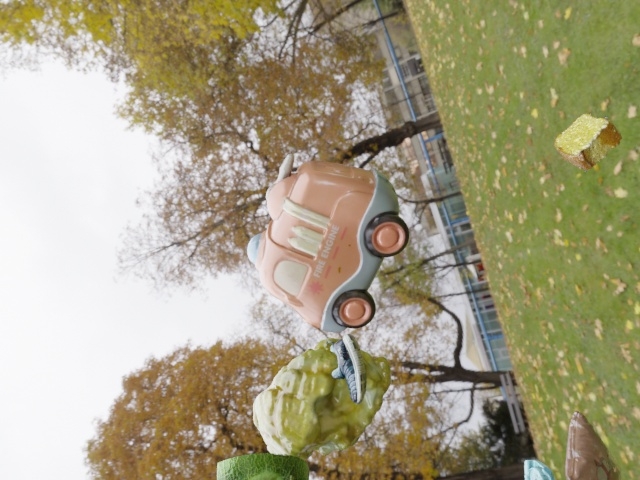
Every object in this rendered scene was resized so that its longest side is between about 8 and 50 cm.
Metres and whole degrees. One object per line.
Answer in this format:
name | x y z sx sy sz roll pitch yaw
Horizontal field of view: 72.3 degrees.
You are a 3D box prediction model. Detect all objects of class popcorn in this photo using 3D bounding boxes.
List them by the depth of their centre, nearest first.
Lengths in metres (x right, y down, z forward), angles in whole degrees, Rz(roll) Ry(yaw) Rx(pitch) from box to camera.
popcorn | -0.008 0.393 1.117 0.334 0.292 0.293 -5 -83 -30

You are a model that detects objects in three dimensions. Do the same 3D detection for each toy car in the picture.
toy car | 0.000 0.000 0.702 0.180 0.213 0.270 -96 26 -70

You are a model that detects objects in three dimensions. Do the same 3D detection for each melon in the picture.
melon | -0.112 0.496 0.911 0.064 0.210 0.118 -99 23 -46

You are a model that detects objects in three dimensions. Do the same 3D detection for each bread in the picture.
bread | 0.562 -0.209 0.926 0.065 0.103 0.187 44 -158 -3

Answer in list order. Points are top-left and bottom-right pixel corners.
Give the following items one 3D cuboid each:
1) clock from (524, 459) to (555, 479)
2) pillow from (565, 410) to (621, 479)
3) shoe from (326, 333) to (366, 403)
clock | 0.677 0.741 1.331 0.147 0.045 0.108 116 155 -79
pillow | 0.688 0.588 1.105 0.236 0.084 0.223 53 -132 -12
shoe | 0.058 0.271 0.920 0.064 0.071 0.142 27 -133 -70
